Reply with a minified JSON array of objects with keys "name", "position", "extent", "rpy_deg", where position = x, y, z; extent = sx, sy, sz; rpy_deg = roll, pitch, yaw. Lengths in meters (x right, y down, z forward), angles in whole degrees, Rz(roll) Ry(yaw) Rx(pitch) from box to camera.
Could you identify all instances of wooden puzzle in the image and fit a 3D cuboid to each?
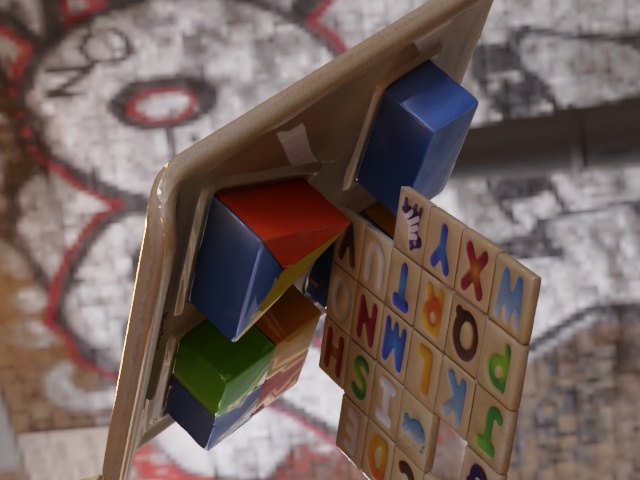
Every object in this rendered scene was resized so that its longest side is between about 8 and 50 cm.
[{"name":"wooden puzzle","position":[0.000,0.000,1.120],"extent":[0.348,0.080,0.322],"rpy_deg":[-40,-20,-34]}]

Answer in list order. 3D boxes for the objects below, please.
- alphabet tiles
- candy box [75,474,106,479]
[{"name":"alphabet tiles","position":[0.056,0.072,1.015],"extent":[0.237,0.009,0.198],"rpy_deg":[-141,53,-57]},{"name":"candy box","position":[-0.163,0.280,0.877],"extent":[0.316,0.087,0.183],"rpy_deg":[-65,-41,-69]}]
